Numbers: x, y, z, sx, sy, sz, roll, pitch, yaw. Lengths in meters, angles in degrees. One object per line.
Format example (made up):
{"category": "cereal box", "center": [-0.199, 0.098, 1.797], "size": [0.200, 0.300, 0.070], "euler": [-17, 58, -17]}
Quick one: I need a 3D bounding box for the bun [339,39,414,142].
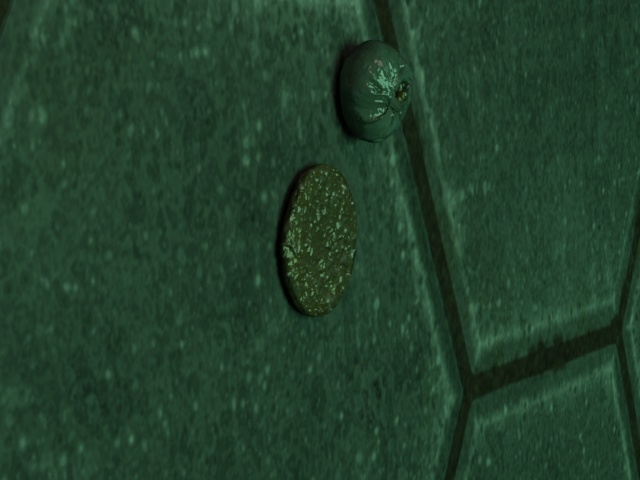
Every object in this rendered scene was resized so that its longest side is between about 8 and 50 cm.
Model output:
{"category": "bun", "center": [0.046, -0.117, 1.444], "size": [0.083, 0.045, 0.083], "euler": [-23, 117, -57]}

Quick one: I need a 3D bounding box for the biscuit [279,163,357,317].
{"category": "biscuit", "center": [0.000, 0.000, 1.400], "size": [0.120, 0.015, 0.120], "euler": [-13, 105, -61]}
